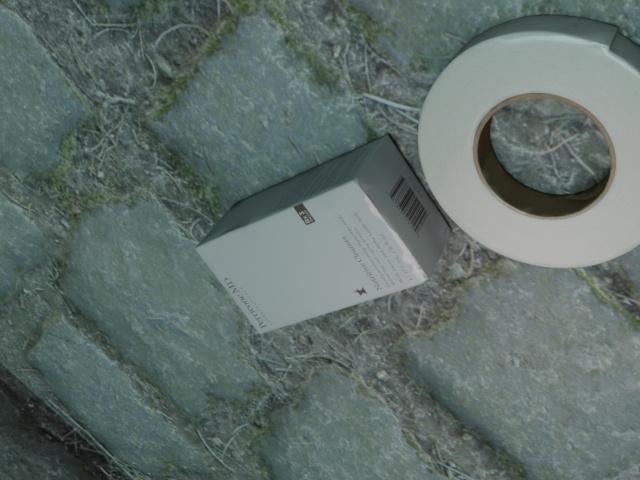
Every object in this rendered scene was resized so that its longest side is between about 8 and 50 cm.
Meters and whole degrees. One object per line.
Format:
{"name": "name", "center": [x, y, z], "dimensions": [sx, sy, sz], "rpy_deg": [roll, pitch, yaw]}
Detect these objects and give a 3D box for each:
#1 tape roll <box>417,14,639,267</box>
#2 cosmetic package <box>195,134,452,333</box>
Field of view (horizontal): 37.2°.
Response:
{"name": "tape roll", "center": [0.334, -0.137, 1.393], "dimensions": [0.392, 0.072, 0.392], "rpy_deg": [16, 129, 20]}
{"name": "cosmetic package", "center": [0.000, 0.000, 1.623], "dimensions": [0.385, 0.156, 0.217], "rpy_deg": [-24, 111, 38]}
